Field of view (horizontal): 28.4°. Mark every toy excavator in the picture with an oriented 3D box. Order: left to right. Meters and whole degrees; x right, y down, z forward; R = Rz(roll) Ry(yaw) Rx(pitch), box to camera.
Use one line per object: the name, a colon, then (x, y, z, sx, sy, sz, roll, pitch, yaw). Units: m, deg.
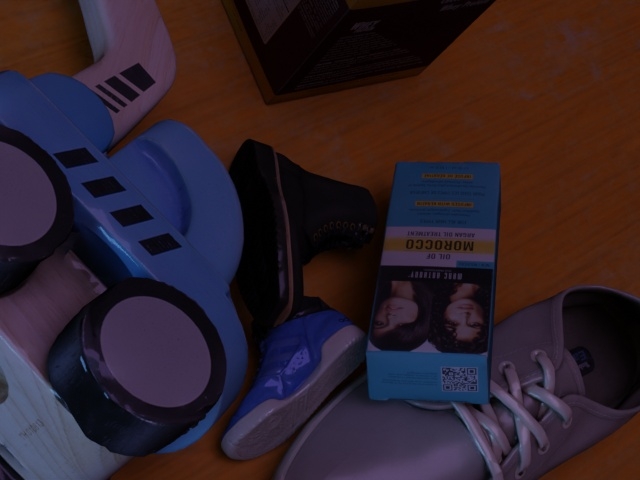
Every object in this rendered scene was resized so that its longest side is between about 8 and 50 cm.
toy excavator: (-0.187, -0.062, 0.994, 0.433, 0.222, 0.445, 46, 41, -1)

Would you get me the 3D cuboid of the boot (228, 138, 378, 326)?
boot: (0.000, 0.000, 1.094, 0.137, 0.077, 0.197, 17, 43, -26)

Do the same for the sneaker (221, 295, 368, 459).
sneaker: (-0.039, 0.109, 1.059, 0.152, 0.058, 0.084, -44, 56, -10)

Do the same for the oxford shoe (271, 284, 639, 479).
oxford shoe: (0.142, 0.153, 1.088, 0.449, 0.130, 0.169, -25, 85, -31)

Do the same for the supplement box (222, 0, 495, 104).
supplement box: (0.044, -0.241, 1.177, 0.191, 0.194, 0.129, -15, 76, -32)

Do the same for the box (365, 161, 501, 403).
box: (0.102, 0.030, 1.101, 0.101, 0.060, 0.244, 1, 43, 10)
